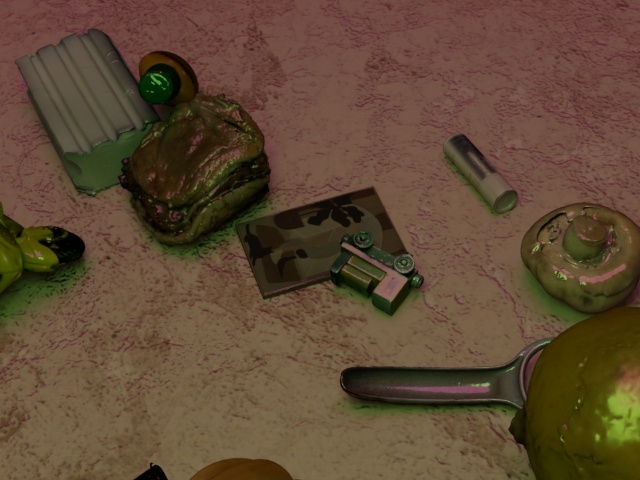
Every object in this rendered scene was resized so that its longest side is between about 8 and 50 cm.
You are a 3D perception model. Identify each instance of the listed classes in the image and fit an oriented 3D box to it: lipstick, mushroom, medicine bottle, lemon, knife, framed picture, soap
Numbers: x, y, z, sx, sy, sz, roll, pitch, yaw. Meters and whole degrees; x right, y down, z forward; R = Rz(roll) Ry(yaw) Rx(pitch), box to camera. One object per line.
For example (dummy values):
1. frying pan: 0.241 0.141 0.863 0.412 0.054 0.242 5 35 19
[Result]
1. lipstick: 0.218 -0.095 1.688 0.040 0.040 0.141 -22 49 -15
2. mushroom: 0.325 0.014 1.522 0.154 0.122 0.154 -5 53 6
3. medicine bottle: -0.221 -0.224 1.738 0.064 0.095 0.260 -45 9 8
4. lemon: 0.352 0.192 1.271 0.284 0.260 0.260 19 52 22
5. knife: 0.162 0.176 1.434 0.278 0.053 0.123 -2 60 5
6. framed picture: 0.000 0.000 1.639 0.201 0.010 0.136 -16 48 -9
7. soap: -0.331 -0.189 1.796 0.150 0.094 0.261 -25 51 -11

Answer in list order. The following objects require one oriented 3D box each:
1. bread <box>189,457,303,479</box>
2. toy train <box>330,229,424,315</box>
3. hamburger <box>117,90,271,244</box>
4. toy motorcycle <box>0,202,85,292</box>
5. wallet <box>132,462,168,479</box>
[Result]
1. bread: -0.028 0.337 1.253 0.311 0.121 0.173 30 53 32
2. toy train: 0.069 0.039 1.566 0.122 0.050 0.081 28 66 20
3. hamburger: -0.162 -0.089 1.678 0.206 0.130 0.183 -39 51 -5
4. toy motorcycle: -0.494 -0.002 1.602 0.342 0.142 0.206 14 12 18
5. wallet: -0.261 0.376 1.226 0.318 0.045 0.172 -35 51 1
